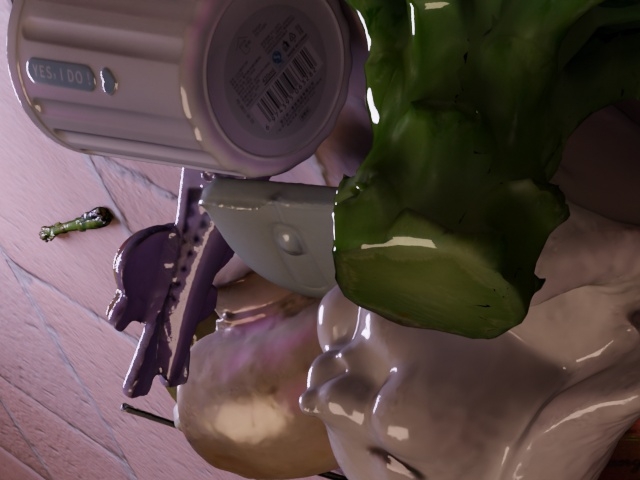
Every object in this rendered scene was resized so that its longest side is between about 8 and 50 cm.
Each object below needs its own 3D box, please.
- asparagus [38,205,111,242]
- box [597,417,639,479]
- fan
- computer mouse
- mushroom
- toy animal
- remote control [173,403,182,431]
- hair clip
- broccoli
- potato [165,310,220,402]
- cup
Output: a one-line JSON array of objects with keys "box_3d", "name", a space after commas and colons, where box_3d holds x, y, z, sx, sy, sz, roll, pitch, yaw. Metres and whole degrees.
[{"box_3d": [-0.281, -0.016, 1.801, 0.233, 0.023, 0.022, -10, 77, 63], "name": "asparagus"}, {"box_3d": [0.231, 0.163, 1.079, 0.159, 0.071, 0.240, -3, 133, 27], "name": "box"}, {"box_3d": [-0.064, 0.220, 1.672, 0.294, 0.012, 0.223, 19, 173, -3], "name": "fan"}, {"box_3d": [0.000, 0.000, 1.153, 0.128, 0.079, 0.231, 1, 173, 19], "name": "computer mouse"}, {"box_3d": [-0.017, 0.129, 1.393, 0.162, 0.173, 0.236, 10, 138, 51], "name": "mushroom"}, {"box_3d": [0.104, 0.053, 0.921, 0.272, 0.206, 0.265, 56, 131, 52], "name": "toy animal"}, {"box_3d": [-0.048, 0.170, 1.532, 0.190, 0.029, 0.087, 17, 141, -36], "name": "remote control"}, {"box_3d": [-0.097, -0.003, 1.295, 0.090, 0.137, 0.278, 39, 116, 20], "name": "hair clip"}, {"box_3d": [0.080, -0.120, 0.674, 0.297, 0.297, 0.297, 11, 159, 4], "name": "broccoli"}, {"box_3d": [-0.096, 0.122, 1.597, 0.149, 0.113, 0.251, 18, 162, 20], "name": "potato"}, {"box_3d": [-0.106, -0.147, 1.096, 0.202, 0.167, 0.221, 15, 147, 46], "name": "cup"}]
